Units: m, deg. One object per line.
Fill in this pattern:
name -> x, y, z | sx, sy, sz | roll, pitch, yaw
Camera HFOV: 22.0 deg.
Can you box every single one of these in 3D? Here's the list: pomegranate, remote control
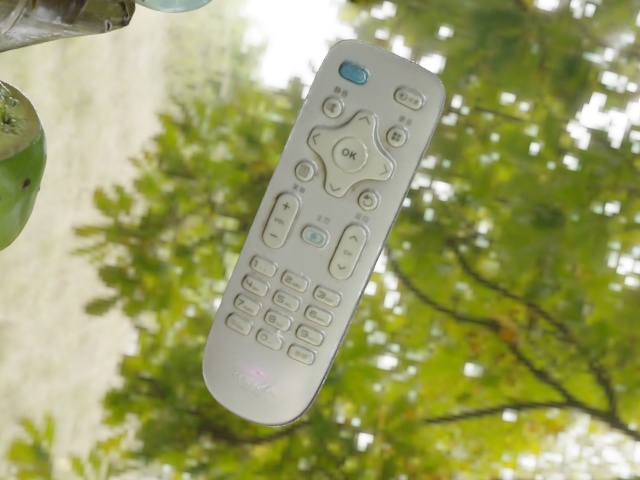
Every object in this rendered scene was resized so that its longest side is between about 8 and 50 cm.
pomegranate -> -0.420, -0.062, 1.749 | 0.340, 0.260, 0.260 | -102, -149, -43
remote control -> 0.000, 0.000, 0.926 | 0.229, 0.073, 0.044 | -67, 170, 14

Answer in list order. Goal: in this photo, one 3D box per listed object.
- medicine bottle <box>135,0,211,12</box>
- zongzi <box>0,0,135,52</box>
medicine bottle -> -0.148, -0.367, 1.775 | 0.225, 0.139, 0.139 | 116, -23, -47
zongzi -> -0.327, -0.211, 1.263 | 0.286, 0.288, 0.134 | -12, -97, 32
